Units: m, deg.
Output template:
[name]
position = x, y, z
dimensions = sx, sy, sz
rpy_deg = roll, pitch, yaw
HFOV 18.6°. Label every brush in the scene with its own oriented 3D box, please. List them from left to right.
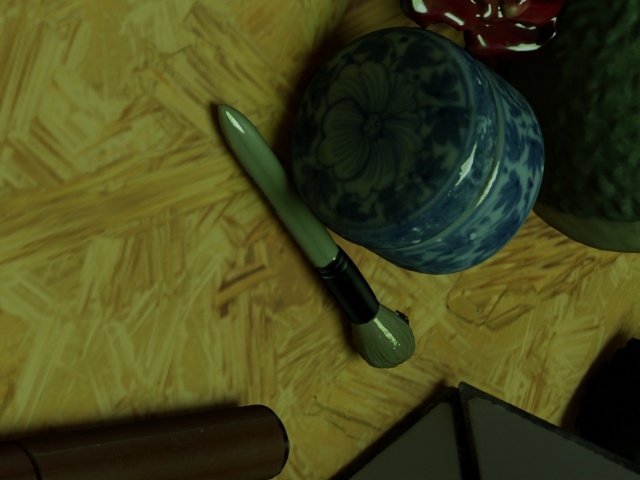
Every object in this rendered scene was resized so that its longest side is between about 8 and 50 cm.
[brush]
position = 0.000, 0.000, 1.335
dimensions = 0.299, 0.042, 0.039
rpy_deg = 58, 36, -45

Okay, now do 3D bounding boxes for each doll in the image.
[doll]
position = 0.260, -0.157, 1.406
dimensions = 0.247, 0.247, 0.349
rpy_deg = -8, 108, -48

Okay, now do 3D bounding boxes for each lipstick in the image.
[lipstick]
position = -0.152, 0.145, 1.210
dimensions = 0.357, 0.057, 0.057
rpy_deg = -3, 110, -50

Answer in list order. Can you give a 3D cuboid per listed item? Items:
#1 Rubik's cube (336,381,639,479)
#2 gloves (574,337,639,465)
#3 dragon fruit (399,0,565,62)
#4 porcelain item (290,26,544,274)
[Rubik's cube]
position = 0.130, 0.302, 1.464
dimensions = 0.259, 0.255, 0.260
rpy_deg = -39, 134, -32
[gloves]
position = 0.358, 0.218, 1.775
dimensions = 0.356, 0.155, 0.203
rpy_deg = 41, 67, -32
[dragon fruit]
position = 0.105, -0.304, 1.266
dimensions = 0.286, 0.228, 0.329
rpy_deg = 7, 135, -21
[porcelain item]
position = 0.061, -0.059, 1.283
dimensions = 0.114, 0.147, 0.147
rpy_deg = 25, 89, -56
